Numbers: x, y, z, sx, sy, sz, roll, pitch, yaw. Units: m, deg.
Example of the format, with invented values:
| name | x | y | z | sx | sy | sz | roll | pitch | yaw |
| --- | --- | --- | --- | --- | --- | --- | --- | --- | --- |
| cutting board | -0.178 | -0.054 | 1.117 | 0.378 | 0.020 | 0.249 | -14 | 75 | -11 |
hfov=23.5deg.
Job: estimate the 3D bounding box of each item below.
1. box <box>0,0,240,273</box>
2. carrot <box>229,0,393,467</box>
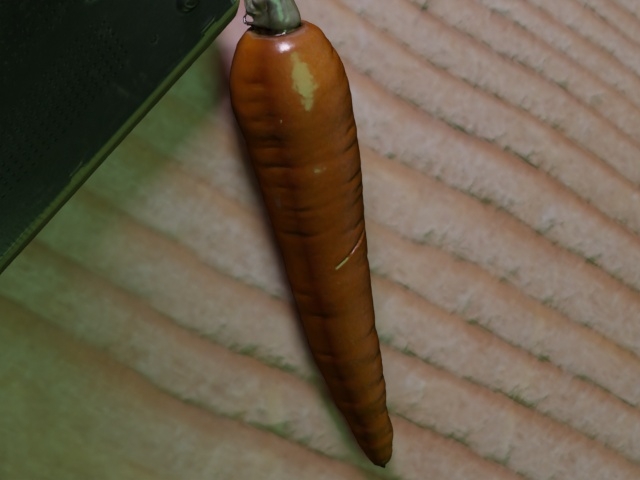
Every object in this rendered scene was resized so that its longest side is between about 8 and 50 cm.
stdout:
| name | x | y | z | sx | sy | sz | roll | pitch | yaw |
| --- | --- | --- | --- | --- | --- | --- | --- | --- | --- |
| box | -0.164 | -0.080 | 0.753 | 0.270 | 0.045 | 0.211 | -48 | 151 | -10 |
| carrot | 0.000 | 0.000 | 0.922 | 0.069 | 0.069 | 0.336 | -24 | 119 | -24 |
